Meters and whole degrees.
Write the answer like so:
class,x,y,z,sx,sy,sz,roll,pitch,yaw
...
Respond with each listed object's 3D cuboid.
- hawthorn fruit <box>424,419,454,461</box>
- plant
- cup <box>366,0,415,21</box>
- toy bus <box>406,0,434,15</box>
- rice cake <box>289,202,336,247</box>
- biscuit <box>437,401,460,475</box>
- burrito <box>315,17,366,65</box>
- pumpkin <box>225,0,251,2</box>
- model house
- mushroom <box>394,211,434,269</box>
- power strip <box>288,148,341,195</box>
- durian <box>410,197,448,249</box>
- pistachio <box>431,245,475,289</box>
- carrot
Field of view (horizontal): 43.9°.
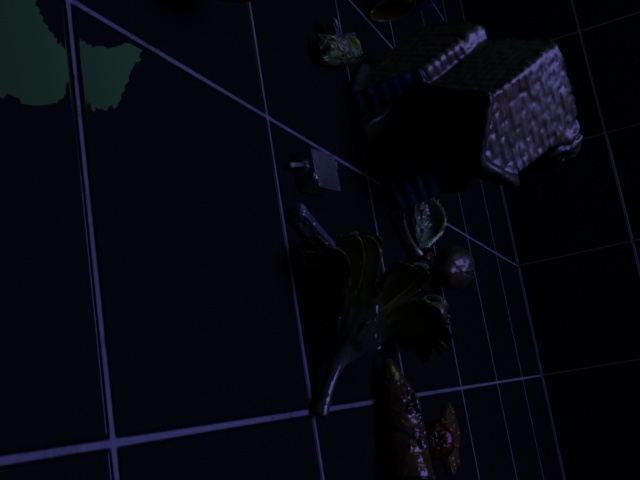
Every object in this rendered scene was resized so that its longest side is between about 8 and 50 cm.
class,x,y,z,sx,sy,sz,roll,pitch,yaw
hawthorn fruit,0.243,0.427,1.699,0.093,0.093,0.093,-14,90,-69
plant,0.065,0.137,1.352,0.305,0.297,0.261,28,5,-7
cup,0.176,-0.695,2.190,0.176,0.131,0.155,113,-36,-76
toy bus,0.261,-0.841,2.445,0.175,0.138,0.288,54,30,-42
rice cake,0.000,-0.001,1.415,0.208,0.033,0.033,49,24,-51
biscuit,0.313,0.477,1.904,0.134,0.027,0.184,71,22,-8
burrito,0.041,-0.439,1.758,0.288,0.054,0.104,-40,114,-67
pumpkin,-0.151,-0.441,1.109,0.250,0.216,0.250,47,4,-4
model house,0.307,-0.253,1.870,0.400,0.445,0.395,-36,122,-26
mushroom,0.225,0.007,1.944,0.187,0.060,0.061,54,37,-33
power strip,-0.014,-0.125,1.442,0.175,0.042,0.075,6,72,-66
durian,0.281,-0.062,2.101,0.100,0.086,0.216,29,51,-44
pistachio,0.359,0.072,2.167,0.185,0.124,0.125,-54,128,-83
carrot,0.148,0.341,1.511,0.102,0.101,0.263,41,34,-56
